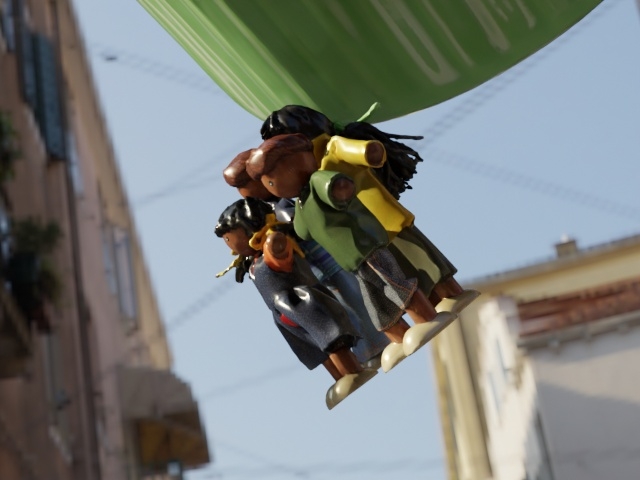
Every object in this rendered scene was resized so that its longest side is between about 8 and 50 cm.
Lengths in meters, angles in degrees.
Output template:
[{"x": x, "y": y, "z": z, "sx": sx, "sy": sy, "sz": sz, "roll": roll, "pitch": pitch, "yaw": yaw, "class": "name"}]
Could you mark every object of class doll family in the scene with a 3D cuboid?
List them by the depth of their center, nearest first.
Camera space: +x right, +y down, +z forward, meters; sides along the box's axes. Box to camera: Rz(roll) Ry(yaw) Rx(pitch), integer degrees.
[{"x": 0.000, "y": 0.000, "z": 0.643, "sx": 0.076, "sy": 0.111, "sz": 0.193, "roll": -37, "pitch": -4, "yaw": -27, "class": "doll family"}]

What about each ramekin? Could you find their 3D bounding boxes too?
[{"x": 0.030, "y": -0.192, "z": 0.756, "sx": 0.303, "sy": 0.303, "sz": 0.148, "roll": -23, "pitch": -55, "yaw": 24, "class": "ramekin"}]
